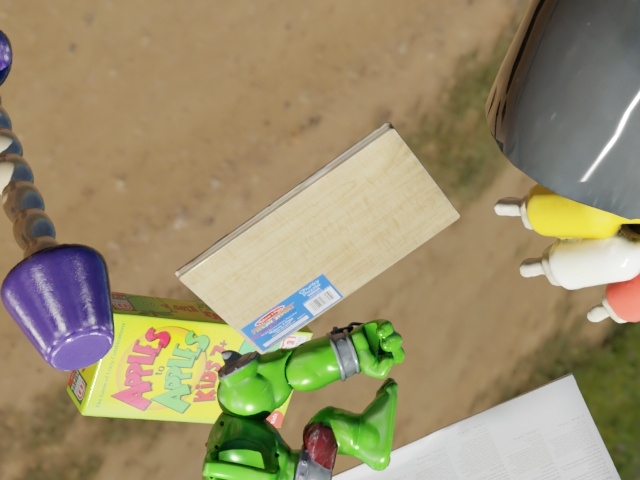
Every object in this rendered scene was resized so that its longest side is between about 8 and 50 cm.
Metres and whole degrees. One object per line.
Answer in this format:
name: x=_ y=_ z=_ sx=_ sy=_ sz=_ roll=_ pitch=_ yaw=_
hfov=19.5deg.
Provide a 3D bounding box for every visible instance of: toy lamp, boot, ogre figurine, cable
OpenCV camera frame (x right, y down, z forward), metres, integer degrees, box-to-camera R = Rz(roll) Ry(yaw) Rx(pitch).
toy lamp: x=-0.211 y=-0.031 z=1.322 sx=0.080 sy=0.275 sz=0.080 roll=-18 pitch=149 yaw=-11
boot: x=0.158 y=-0.199 z=0.557 sx=0.367 sy=0.146 sz=0.445 roll=-15 pitch=144 yaw=-48
ogre figurine: x=-0.017 y=0.143 z=1.188 sx=0.097 sy=0.118 sz=0.197 roll=-95 pitch=-164 yaw=-67
cable: x=0.228 y=-0.003 z=1.055 sx=0.139 sy=0.287 sz=0.072 roll=45 pitch=63 yaw=-18

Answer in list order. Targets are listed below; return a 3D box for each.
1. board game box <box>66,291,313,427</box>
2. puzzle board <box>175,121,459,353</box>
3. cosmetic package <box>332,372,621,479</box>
board game box: x=-0.105 y=0.098 z=1.512 sx=0.181 sy=0.043 sz=0.092 roll=7 pitch=112 yaw=-31
puzzle board: x=0.000 y=0.000 z=0.936 sx=0.128 sy=0.011 sz=0.096 roll=-35 pitch=144 yaw=6
cosmetic package: x=0.085 y=0.187 z=1.300 sx=0.239 sy=0.099 sz=0.060 roll=-22 pitch=164 yaw=-4
